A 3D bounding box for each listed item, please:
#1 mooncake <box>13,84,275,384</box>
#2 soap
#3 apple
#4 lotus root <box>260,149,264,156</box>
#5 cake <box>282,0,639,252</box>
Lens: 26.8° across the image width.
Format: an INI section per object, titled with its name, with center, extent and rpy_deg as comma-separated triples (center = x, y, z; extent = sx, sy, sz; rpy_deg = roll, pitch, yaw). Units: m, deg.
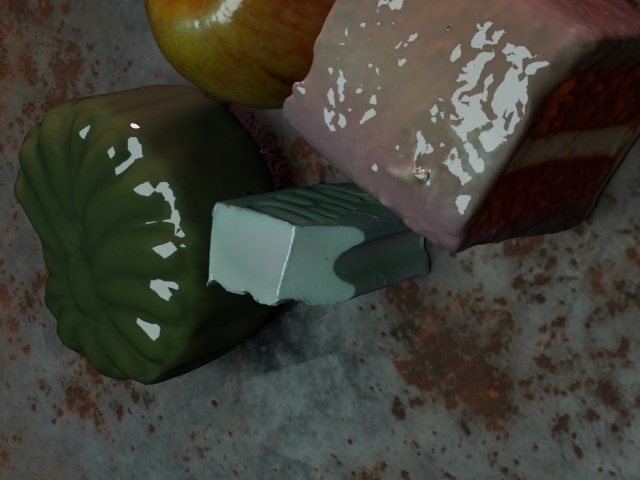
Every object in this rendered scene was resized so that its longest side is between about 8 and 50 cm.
[mooncake]
center = -0.206, -0.006, 1.569
extent = 0.351, 0.187, 0.351
rpy_deg = 15, 113, 40
[soap]
center = 0.000, 0.000, 1.410
extent = 0.145, 0.230, 0.091
rpy_deg = 17, 108, 33
[apple]
center = -0.061, -0.267, 1.403
extent = 0.264, 0.264, 0.264
rpy_deg = 7, 103, 36
[lotus root]
center = -0.105, -0.095, 1.594
extent = 0.083, 0.037, 0.030
rpy_deg = 9, 104, 36
[cake]
center = 0.155, -0.140, 1.229
extent = 0.230, 0.309, 0.237
rpy_deg = 37, 115, 23
